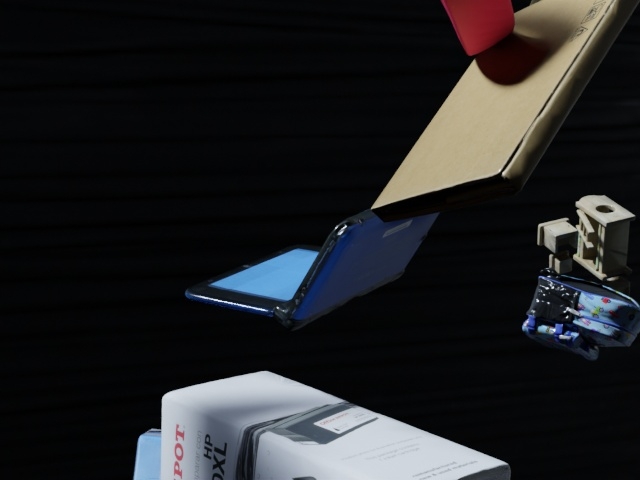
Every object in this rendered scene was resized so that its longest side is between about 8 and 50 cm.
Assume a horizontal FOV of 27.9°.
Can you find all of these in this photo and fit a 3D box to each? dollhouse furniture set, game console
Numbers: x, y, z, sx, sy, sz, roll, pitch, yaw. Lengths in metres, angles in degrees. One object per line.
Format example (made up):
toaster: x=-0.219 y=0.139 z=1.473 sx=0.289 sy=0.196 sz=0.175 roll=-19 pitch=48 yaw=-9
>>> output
dollhouse furniture set: x=0.428 y=0.035 z=2.172 sx=0.101 sy=0.161 sz=0.181 roll=-133 pitch=36 yaw=-56
game console: x=0.000 y=0.000 z=1.757 sx=0.173 sy=0.293 sz=0.250 roll=40 pitch=122 yaw=18

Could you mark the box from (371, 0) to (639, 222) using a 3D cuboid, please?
box: x=0.131 y=-0.101 z=0.897 sx=0.201 sy=0.021 sz=0.164 roll=-55 pitch=18 yaw=-22

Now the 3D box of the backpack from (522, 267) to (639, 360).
backpack: x=0.434 y=0.129 z=2.075 sx=0.173 sy=0.158 sz=0.116 roll=16 pitch=83 yaw=28

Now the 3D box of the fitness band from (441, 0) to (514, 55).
fitness band: x=0.052 y=-0.265 z=0.921 sx=0.290 sy=0.054 sz=0.209 roll=59 pitch=-179 yaw=-17

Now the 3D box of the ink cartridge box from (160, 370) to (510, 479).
ink cartridge box: x=-0.002 y=0.336 z=1.419 sx=0.395 sy=0.166 sz=0.285 roll=14 pitch=105 yaw=46

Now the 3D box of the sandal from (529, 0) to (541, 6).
sandal: x=0.238 y=-0.231 z=1.134 sx=0.090 sy=0.060 sz=0.219 roll=12 pitch=90 yaw=57

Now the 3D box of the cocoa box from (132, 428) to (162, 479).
cocoa box: x=-0.159 y=0.449 z=1.809 sx=0.228 sy=0.232 sz=0.347 roll=121 pitch=155 yaw=-82
